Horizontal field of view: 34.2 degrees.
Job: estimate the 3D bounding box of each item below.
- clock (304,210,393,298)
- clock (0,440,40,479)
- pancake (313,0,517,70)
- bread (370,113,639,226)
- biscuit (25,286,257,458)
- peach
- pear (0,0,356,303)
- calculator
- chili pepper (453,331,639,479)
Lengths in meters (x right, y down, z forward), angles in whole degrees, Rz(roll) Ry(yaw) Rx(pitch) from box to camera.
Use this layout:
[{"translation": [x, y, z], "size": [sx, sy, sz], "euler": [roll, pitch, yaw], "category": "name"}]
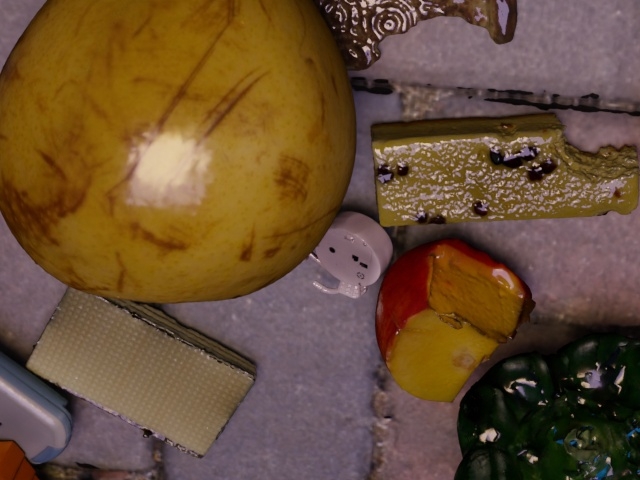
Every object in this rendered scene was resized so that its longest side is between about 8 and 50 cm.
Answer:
[{"translation": [0.000, 0.000, 0.921], "size": [0.129, 0.041, 0.087], "euler": [28, 141, 11], "category": "clock"}, {"translation": [-0.352, 0.309, 1.060], "size": [0.220, 0.106, 0.255], "euler": [26, 124, -8], "category": "clock"}, {"translation": [0.055, -0.187, 0.846], "size": [0.184, 0.020, 0.190], "euler": [38, 113, -14], "category": "pancake"}, {"translation": [0.157, -0.060, 0.883], "size": [0.226, 0.049, 0.088], "euler": [-4, 116, 6], "category": "bread"}, {"translation": [-0.172, 0.122, 1.007], "size": [0.199, 0.040, 0.121], "euler": [30, 112, -7], "category": "biscuit"}, {"translation": [0.104, 0.067, 0.909], "size": [0.118, 0.151, 0.151], "euler": [47, 114, 14], "category": "peach"}, {"translation": [-0.106, -0.085, 0.782], "size": [0.281, 0.280, 0.280], "euler": [2, 116, 4], "category": "pear"}, {"translation": [-0.335, 0.143, 1.016], "size": [0.210, 0.039, 0.121], "euler": [41, 132, -14], "category": "calculator"}, {"translation": [0.238, 0.227, 0.911], "size": [0.249, 0.233, 0.256], "euler": [0, 139, 9], "category": "chili pepper"}]
